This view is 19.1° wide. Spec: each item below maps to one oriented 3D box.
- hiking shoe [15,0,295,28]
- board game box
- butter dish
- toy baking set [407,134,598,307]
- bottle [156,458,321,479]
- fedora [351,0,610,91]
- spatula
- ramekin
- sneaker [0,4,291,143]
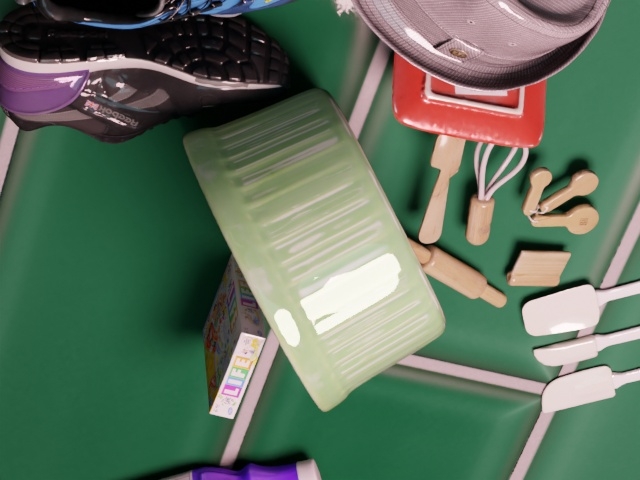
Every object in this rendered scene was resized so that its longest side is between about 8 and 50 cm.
[{"bbox_3d":[-0.127,-0.240,1.772,0.304,0.132,0.113,-6,122,-4],"label":"hiking shoe"},{"bbox_3d":[-0.091,0.097,1.969,0.026,0.154,0.103,15,118,-15],"label":"board game box"},{"bbox_3d":[0.132,-0.167,1.868,0.160,0.118,0.159,9,77,-19],"label":"butter dish"},{"bbox_3d":[0.178,-0.028,1.985,0.256,0.030,0.196,25,116,-33],"label":"toy baking set"},{"bbox_3d":[-0.134,0.314,2.131,0.283,0.092,0.118,-17,122,3],"label":"bottle"},{"bbox_3d":[0.164,-0.265,1.747,0.275,0.124,0.243,34,81,-17],"label":"fedora"},{"bbox_3d":[0.351,0.101,2.109,0.242,0.019,0.168,-14,121,2],"label":"spatula"},{"bbox_3d":[0.000,0.000,1.845,0.148,0.303,0.303,-27,121,1],"label":"ramekin"},{"bbox_3d":[-0.173,-0.154,1.854,0.283,0.107,0.124,5,135,-6],"label":"sneaker"}]
